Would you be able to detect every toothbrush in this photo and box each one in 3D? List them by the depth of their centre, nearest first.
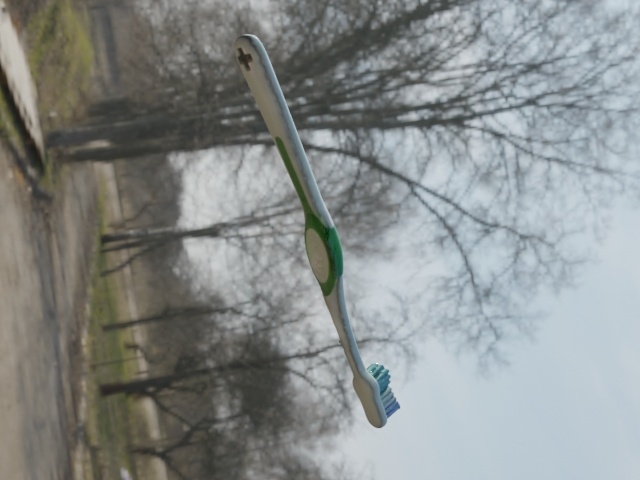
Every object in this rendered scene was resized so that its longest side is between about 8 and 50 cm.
[{"bbox_3d":[-0.001,0.001,0.673,0.030,0.030,0.304,-131,-161,-71],"label":"toothbrush"}]
